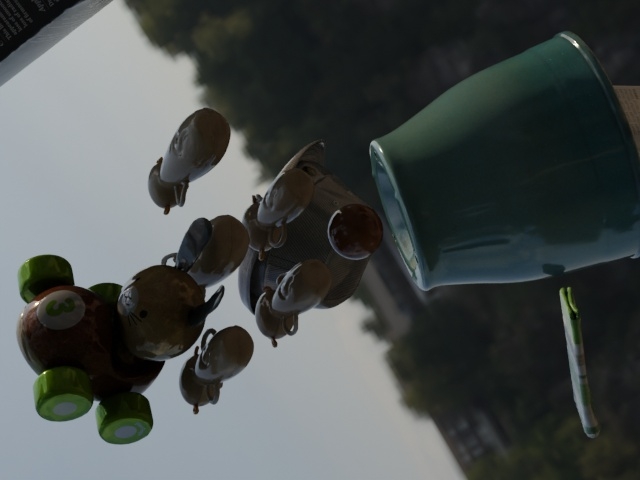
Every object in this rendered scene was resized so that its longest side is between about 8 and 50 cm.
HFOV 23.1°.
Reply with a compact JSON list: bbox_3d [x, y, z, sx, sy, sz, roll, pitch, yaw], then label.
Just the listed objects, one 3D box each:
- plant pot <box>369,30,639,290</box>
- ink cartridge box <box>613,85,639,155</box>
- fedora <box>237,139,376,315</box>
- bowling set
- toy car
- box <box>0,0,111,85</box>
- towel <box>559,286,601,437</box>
[{"bbox_3d":[0.201,-0.069,1.776,0.271,0.255,0.271,161,90,-86],"label":"plant pot"},{"bbox_3d":[0.315,-0.093,2.115,0.226,0.306,0.131,106,159,-49],"label":"ink cartridge box"},{"bbox_3d":[0.000,0.000,2.053,0.124,0.243,0.275,22,-163,14],"label":"fedora"},{"bbox_3d":[-0.051,0.027,1.504,0.154,0.200,0.287,136,134,-56],"label":"bowling set"},{"bbox_3d":[-0.163,0.064,1.402,0.149,0.188,0.155,30,-146,-44],"label":"toy car"},{"bbox_3d":[-0.463,-0.337,1.828,0.343,0.312,0.179,55,-166,-5],"label":"box"},{"bbox_3d":[0.308,0.142,1.845,0.113,0.023,0.152,-89,-11,-71],"label":"towel"}]
